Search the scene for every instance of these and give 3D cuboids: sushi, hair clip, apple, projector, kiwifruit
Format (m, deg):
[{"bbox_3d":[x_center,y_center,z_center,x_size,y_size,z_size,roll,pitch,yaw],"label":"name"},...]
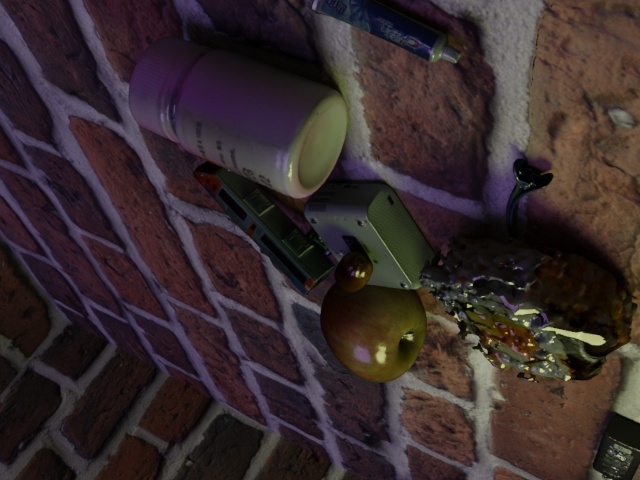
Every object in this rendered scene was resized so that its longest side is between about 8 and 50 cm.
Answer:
[{"bbox_3d":[0.389,0.124,1.621,0.418,0.175,0.417,27,160,10],"label":"sushi"},{"bbox_3d":[0.360,-0.068,1.494,0.070,0.039,0.229,29,158,14],"label":"hair clip"},{"bbox_3d":[0.120,0.202,1.974,0.234,0.257,0.257,19,150,30],"label":"apple"},{"bbox_3d":[0.105,-0.008,1.802,0.198,0.108,0.250,6,142,47],"label":"projector"},{"bbox_3d":[0.071,0.067,1.766,0.075,0.075,0.124,32,150,5],"label":"kiwifruit"}]

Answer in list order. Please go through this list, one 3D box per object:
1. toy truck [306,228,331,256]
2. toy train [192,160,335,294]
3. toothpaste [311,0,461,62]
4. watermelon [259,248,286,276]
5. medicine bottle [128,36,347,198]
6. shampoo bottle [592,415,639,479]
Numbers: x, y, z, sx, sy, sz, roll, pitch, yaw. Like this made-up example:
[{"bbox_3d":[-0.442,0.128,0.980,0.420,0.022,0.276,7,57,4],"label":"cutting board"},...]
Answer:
[{"bbox_3d":[0.000,0.000,1.975,0.080,0.078,0.154,33,154,1],"label":"toy truck"},{"bbox_3d":[-0.136,-0.052,1.954,0.409,0.086,0.089,47,138,8],"label":"toy train"},{"bbox_3d":[0.103,-0.347,1.312,0.268,0.047,0.069,31,167,17],"label":"toothpaste"},{"bbox_3d":[-0.095,0.031,2.157,0.155,0.080,0.101,32,149,44],"label":"watermelon"},{"bbox_3d":[-0.161,-0.244,1.592,0.388,0.219,0.219,23,152,20],"label":"medicine bottle"},{"bbox_3d":[0.725,0.528,2.014,0.098,0.071,0.309,22,151,23],"label":"shampoo bottle"}]
